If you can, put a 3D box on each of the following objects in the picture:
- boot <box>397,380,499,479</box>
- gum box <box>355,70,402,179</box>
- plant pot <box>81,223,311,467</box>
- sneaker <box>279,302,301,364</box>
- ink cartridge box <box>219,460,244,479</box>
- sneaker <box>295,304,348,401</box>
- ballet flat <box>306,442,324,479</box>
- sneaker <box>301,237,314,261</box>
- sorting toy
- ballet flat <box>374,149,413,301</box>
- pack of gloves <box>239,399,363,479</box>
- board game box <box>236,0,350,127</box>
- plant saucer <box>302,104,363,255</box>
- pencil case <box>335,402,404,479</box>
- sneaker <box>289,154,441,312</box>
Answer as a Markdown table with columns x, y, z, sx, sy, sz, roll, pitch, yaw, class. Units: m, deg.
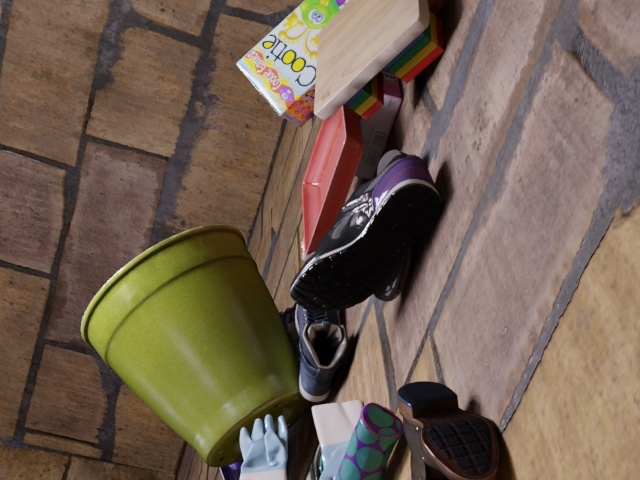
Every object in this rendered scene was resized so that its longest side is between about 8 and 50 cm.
| x | y | z | sx | sy | sz | roll | pitch | yaw | class |
| --- | --- | --- | --- | --- | --- | --- | --- | --- | --- |
| 0.139 | 0.236 | 1.127 | 0.219 | 0.082 | 0.106 | -124 | 27 | -72 | boot |
| 0.093 | -0.215 | 2.022 | 0.107 | 0.062 | 0.188 | -92 | 18 | -58 | gum box |
| -0.205 | 0.223 | 2.025 | 0.353 | 0.366 | 0.366 | 53 | 145 | 21 | plant pot |
| -0.070 | 0.195 | 2.166 | 0.112 | 0.131 | 0.296 | -83 | 13 | -47 | sneaker |
| -0.169 | 0.453 | 2.125 | 0.206 | 0.045 | 0.208 | -120 | 7 | -45 | ink cartridge box |
| 0.001 | 0.150 | 1.894 | 0.163 | 0.086 | 0.226 | 99 | 170 | -58 | sneaker |
| 0.002 | 0.383 | 1.601 | 0.068 | 0.072 | 0.213 | -34 | 30 | 22 | ballet flat |
| 0.000 | 0.000 | 2.226 | 0.051 | 0.070 | 0.134 | -85 | 14 | -52 | sneaker |
| 0.108 | -0.346 | 1.837 | 0.257 | 0.089 | 0.255 | -40 | 31 | 33 | sorting toy |
| 0.118 | -0.021 | 1.635 | 0.084 | 0.058 | 0.250 | -19 | 57 | 39 | ballet flat |
| -0.025 | 0.335 | 1.583 | 0.232 | 0.195 | 0.046 | -93 | -7 | -62 | pack of gloves |
| 0.001 | -0.369 | 2.065 | 0.275 | 0.142 | 0.144 | -41 | -13 | 9 | board game box |
| 0.023 | -0.138 | 1.988 | 0.259 | 0.047 | 0.258 | -95 | 20 | -56 | plant saucer |
| 0.063 | 0.293 | 1.430 | 0.070 | 0.064 | 0.152 | -23 | -41 | -51 | pencil case |
| 0.065 | -0.010 | 1.584 | 0.283 | 0.107 | 0.124 | -42 | 30 | 23 | sneaker |
